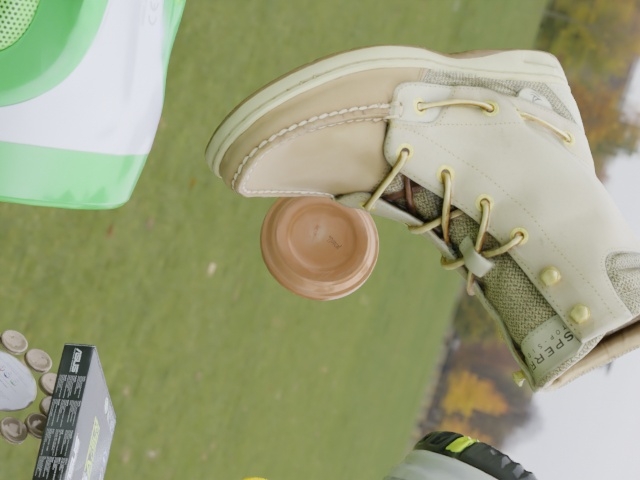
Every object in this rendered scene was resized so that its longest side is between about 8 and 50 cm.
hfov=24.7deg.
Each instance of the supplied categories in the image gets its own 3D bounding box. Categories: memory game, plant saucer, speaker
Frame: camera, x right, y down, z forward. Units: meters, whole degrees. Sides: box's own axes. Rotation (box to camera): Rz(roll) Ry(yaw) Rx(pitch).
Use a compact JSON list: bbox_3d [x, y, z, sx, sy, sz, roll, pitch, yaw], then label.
[{"bbox_3d":[-0.391,0.172,1.775,0.012,0.186,0.186,-50,-174,31],"label":"memory game"},{"bbox_3d":[0.000,0.000,1.008,0.013,0.083,0.083,122,-11,-68],"label":"plant saucer"},{"bbox_3d":[-0.111,-0.167,0.596,0.131,0.131,0.297,-28,127,-81],"label":"speaker"}]

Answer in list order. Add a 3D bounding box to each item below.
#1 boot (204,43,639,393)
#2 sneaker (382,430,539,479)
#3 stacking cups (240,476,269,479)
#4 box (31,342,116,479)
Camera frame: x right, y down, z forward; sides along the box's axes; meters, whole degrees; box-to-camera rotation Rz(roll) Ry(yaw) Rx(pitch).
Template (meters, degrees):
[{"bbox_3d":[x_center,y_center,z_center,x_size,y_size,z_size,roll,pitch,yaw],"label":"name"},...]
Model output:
[{"bbox_3d":[0.079,-0.007,0.839,0.262,0.203,0.095,-8,152,-37],"label":"boot"},{"bbox_3d":[0.115,0.285,0.762,0.147,0.385,0.145,-39,-166,-21],"label":"sneaker"},{"bbox_3d":[-0.143,0.368,1.675,0.316,0.096,0.096,-41,-162,46],"label":"stacking cups"},{"bbox_3d":[-0.291,0.249,1.743,0.184,0.045,0.191,92,5,-54],"label":"box"}]
